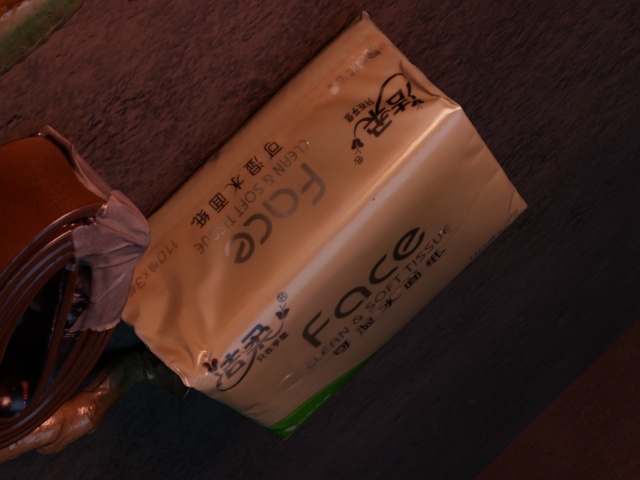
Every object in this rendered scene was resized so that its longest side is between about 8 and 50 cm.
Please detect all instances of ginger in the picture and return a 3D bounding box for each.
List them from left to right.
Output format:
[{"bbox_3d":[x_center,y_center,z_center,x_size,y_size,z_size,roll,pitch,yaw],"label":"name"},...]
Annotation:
[{"bbox_3d":[-0.270,0.192,1.898,0.288,0.075,0.089,-23,142,-34],"label":"ginger"}]

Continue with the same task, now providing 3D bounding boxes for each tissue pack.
[{"bbox_3d":[0.000,0.000,1.848,0.405,0.205,0.332,-46,153,1],"label":"tissue pack"}]

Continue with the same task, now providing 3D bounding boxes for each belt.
[{"bbox_3d":[-0.286,0.056,1.581,0.217,0.122,0.338,-19,146,-43],"label":"belt"}]

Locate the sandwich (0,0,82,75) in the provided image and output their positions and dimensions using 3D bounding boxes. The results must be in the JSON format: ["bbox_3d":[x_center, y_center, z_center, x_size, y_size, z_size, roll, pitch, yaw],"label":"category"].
[{"bbox_3d":[-0.291,-0.180,1.197,0.292,0.109,0.212,-24,150,-38],"label":"sandwich"}]
